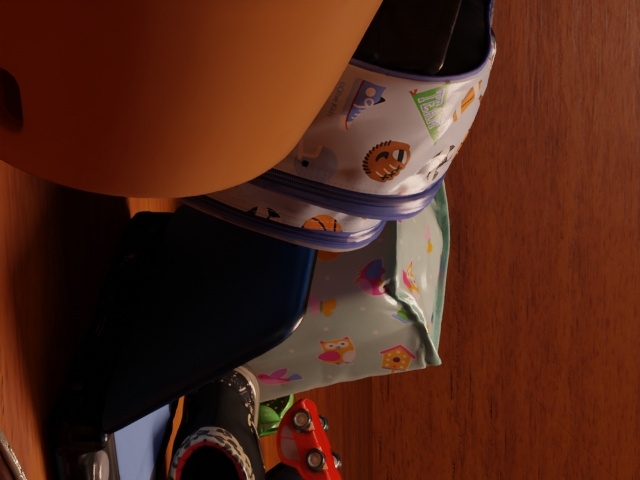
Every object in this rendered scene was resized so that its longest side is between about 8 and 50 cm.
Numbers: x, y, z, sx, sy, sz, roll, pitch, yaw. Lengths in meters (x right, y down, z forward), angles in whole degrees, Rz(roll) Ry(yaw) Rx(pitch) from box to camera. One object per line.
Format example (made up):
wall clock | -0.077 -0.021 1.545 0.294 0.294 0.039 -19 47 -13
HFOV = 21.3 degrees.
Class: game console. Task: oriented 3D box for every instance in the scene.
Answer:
game console | -0.075 0.088 1.210 0.293 0.173 0.250 -78 166 -60

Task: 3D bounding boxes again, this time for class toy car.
toy car | -0.042 0.128 1.782 0.225 0.053 0.239 -78 144 -68

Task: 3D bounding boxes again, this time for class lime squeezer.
lime squeezer | -0.064 0.166 1.820 0.310 0.058 0.110 -76 165 -61

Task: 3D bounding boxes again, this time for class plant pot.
plant pot | -0.082 -0.159 0.810 0.291 0.290 0.203 -82 -174 -51

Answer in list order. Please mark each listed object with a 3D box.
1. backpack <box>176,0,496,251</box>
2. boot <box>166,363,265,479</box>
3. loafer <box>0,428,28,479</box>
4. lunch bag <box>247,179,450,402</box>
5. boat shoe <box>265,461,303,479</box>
backpack | -0.015 -0.118 1.082 0.263 0.276 0.213 -84 -172 -70
boot | -0.089 0.231 1.382 0.178 0.085 0.236 -88 180 -76
loafer | -0.175 0.142 0.921 0.045 0.039 0.125 51 -18 38
lunch bag | 0.000 0.000 1.584 0.262 0.223 0.160 -84 152 -42
boat shoe | -0.032 0.418 1.912 0.158 0.127 0.341 17 65 -76
